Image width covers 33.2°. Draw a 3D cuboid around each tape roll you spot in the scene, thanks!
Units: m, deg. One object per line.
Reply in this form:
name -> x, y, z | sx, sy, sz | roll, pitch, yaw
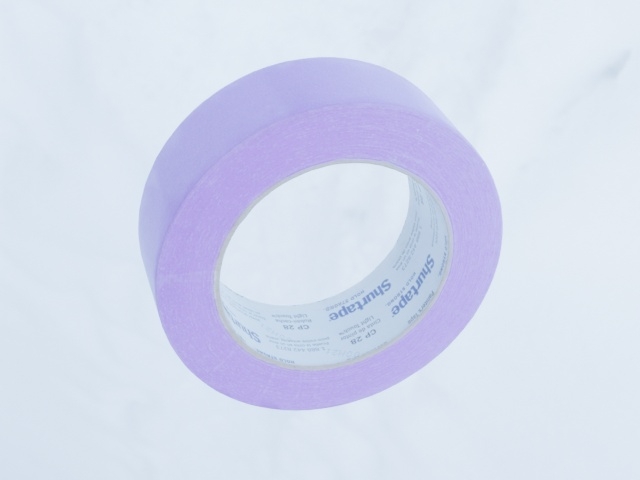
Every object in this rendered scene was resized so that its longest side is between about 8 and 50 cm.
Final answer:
tape roll -> 0.000, 0.000, 0.843 | 0.275, 0.274, 0.090 | 51, -174, -35
